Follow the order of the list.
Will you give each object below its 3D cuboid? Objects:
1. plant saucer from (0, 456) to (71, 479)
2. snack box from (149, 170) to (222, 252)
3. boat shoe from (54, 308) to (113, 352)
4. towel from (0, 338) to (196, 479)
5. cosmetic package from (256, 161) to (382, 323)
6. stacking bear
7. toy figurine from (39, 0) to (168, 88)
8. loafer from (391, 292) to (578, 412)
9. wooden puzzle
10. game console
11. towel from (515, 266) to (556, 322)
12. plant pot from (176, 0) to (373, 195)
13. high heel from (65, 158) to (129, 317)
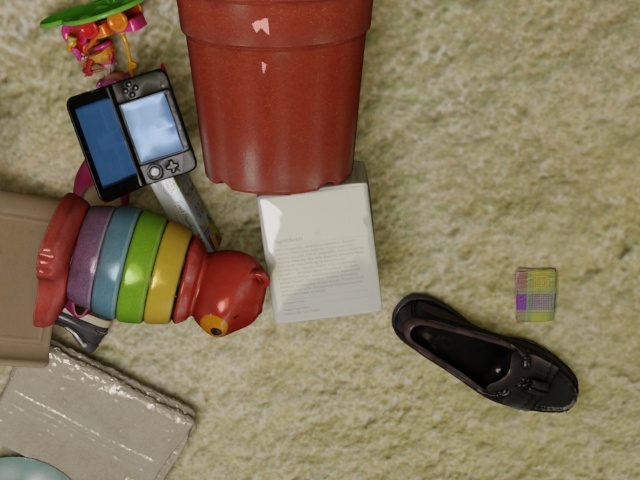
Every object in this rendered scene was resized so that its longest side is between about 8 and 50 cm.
[{"bbox_3d":[-0.446,0.413,1.834,0.195,0.037,0.194,3,118,6],"label":"plant saucer"},{"bbox_3d":[-0.188,-0.044,1.711,0.037,0.100,0.141,-26,102,7],"label":"snack box"},{"bbox_3d":[-0.406,0.103,1.762,0.206,0.075,0.065,23,100,-10],"label":"boat shoe"},{"bbox_3d":[-0.339,0.268,1.807,0.282,0.049,0.187,29,108,-9],"label":"towel"},{"bbox_3d":[0.000,0.000,1.695,0.152,0.151,0.183,-7,105,2],"label":"cosmetic package"},{"bbox_3d":[-0.212,0.046,1.611,0.289,0.164,0.175,14,139,-4],"label":"stacking bear"},{"bbox_3d":[-0.280,-0.244,1.667,0.173,0.130,0.159,-8,115,24],"label":"toy figurine"},{"bbox_3d":[0.240,0.180,1.768,0.303,0.095,0.109,27,103,-6],"label":"loafer"},{"bbox_3d":[-0.455,0.047,1.649,0.221,0.044,0.238,10,81,-42],"label":"wooden puzzle"},{"bbox_3d":[-0.243,-0.138,1.595,0.124,0.085,0.144,-17,101,6],"label":"game console"},{"bbox_3d":[0.314,0.079,1.787,0.060,0.009,0.083,-2,105,0],"label":"towel"},{"bbox_3d":[-0.056,-0.214,1.599,0.273,0.272,0.265,-1,112,0],"label":"plant pot"},{"bbox_3d":[-0.315,-0.015,1.704,0.082,0.117,0.244,16,104,-18],"label":"high heel"}]
